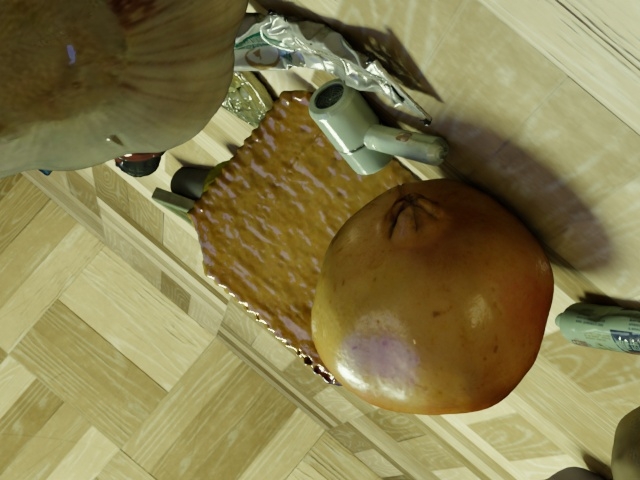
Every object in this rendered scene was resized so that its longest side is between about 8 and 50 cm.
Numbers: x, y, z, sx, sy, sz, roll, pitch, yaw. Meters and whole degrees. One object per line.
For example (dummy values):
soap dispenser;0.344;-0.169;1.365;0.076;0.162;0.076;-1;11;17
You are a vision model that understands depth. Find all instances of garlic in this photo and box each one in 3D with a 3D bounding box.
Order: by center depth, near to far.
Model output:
garlic;-0.208;-0.188;1.193;0.241;0.322;0.322;63;-178;31

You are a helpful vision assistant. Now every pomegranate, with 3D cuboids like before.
pomegranate;0.096;0.054;1.350;0.209;0.209;0.209;39;169;9

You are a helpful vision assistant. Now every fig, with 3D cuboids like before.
fig;-0.103;-0.064;1.897;0.074;0.074;0.088;39;155;7

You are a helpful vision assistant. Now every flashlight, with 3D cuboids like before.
flashlight;-0.242;-0.129;2.063;0.093;0.093;0.232;41;169;-1

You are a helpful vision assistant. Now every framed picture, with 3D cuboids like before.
framed picture;-0.071;0.018;2.116;0.240;0.020;0.324;35;171;-30

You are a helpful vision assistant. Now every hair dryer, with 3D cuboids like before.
hair dryer;0.057;-0.089;1.346;0.137;0.047;0.082;20;156;47

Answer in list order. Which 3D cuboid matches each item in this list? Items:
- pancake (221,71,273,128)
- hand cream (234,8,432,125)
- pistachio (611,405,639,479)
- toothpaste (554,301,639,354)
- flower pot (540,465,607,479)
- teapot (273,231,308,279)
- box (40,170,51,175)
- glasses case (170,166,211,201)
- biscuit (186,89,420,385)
pancake;-0.096;-0.160;1.612;0.158;0.028;0.158;35;168;9
hand cream;-0.013;-0.152;1.318;0.257;0.050;0.084;19;159;46
pistachio;0.353;0.226;1.387;0.223;0.126;0.152;36;133;17
toothpaste;0.264;0.077;1.326;0.060;0.038;0.233;41;167;-20
flower pot;0.339;0.418;1.924;0.243;0.265;0.265;48;176;40
teapot;-0.001;0.000;1.613;0.252;0.135;0.178;60;172;23
box;-0.358;-0.219;1.466;0.261;0.116;0.279;35;166;26
glasses case;-0.146;-0.062;2.128;0.072;0.042;0.190;36;171;-21
biscuit;0.000;0.000;1.512;0.237;0.232;0.013;41;-152;0
